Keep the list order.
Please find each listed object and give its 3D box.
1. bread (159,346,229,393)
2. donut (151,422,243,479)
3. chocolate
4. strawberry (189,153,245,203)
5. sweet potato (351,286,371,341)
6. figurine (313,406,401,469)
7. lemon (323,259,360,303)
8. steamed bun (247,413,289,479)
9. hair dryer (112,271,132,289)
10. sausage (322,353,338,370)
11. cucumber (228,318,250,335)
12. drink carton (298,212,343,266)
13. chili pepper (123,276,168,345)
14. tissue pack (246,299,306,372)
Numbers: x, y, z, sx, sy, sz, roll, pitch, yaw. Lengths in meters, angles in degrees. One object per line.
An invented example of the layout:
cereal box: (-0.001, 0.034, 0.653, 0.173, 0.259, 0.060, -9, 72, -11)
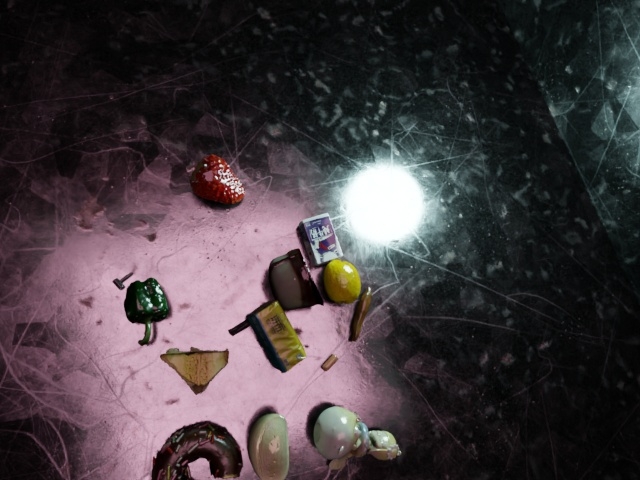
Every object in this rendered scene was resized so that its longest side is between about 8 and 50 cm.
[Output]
bread: (-0.482, 0.472, 1.692, 0.211, 0.183, 0.224, -40, 90, -20)
donut: (-0.484, 0.854, 1.621, 0.345, 0.136, 0.259, -24, 85, -19)
chocolate: (-0.124, 0.183, 1.830, 0.186, 0.283, 0.283, -25, 82, -2)
strawberry: (-0.456, -0.258, 1.907, 0.244, 0.205, 0.205, 33, 69, -27)
sweet potato: (0.188, 0.338, 1.954, 0.057, 0.057, 0.264, 21, 76, -7)
figurine: (0.151, 0.854, 1.772, 0.394, 0.226, 0.274, 18, 103, -20)
lemon: (0.097, 0.186, 1.913, 0.170, 0.170, 0.207, -6, 80, -15)
steamed bun: (-0.206, 0.814, 1.660, 0.155, 0.200, 0.250, -1, 73, -13)
hair dryer: (-0.824, 0.164, 1.776, 0.083, 0.026, 0.047, -42, 90, -27)
sausage: (0.043, 0.543, 1.877, 0.083, 0.034, 0.034, -42, 88, -18)
cucumber: (-0.324, 0.359, 1.837, 0.163, 0.043, 0.039, -29, 43, -25)
drink carton: (-0.001, 0.001, 1.974, 0.134, 0.102, 0.222, -17, 82, -19)
chili pepper: (-0.698, 0.283, 1.703, 0.165, 0.174, 0.261, -9, 76, -41)
tissue pack: (-0.184, 0.392, 1.763, 0.134, 0.192, 0.270, -28, 93, -23)
